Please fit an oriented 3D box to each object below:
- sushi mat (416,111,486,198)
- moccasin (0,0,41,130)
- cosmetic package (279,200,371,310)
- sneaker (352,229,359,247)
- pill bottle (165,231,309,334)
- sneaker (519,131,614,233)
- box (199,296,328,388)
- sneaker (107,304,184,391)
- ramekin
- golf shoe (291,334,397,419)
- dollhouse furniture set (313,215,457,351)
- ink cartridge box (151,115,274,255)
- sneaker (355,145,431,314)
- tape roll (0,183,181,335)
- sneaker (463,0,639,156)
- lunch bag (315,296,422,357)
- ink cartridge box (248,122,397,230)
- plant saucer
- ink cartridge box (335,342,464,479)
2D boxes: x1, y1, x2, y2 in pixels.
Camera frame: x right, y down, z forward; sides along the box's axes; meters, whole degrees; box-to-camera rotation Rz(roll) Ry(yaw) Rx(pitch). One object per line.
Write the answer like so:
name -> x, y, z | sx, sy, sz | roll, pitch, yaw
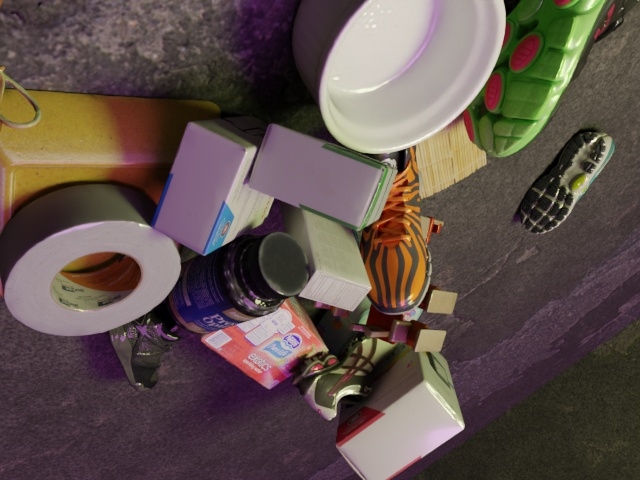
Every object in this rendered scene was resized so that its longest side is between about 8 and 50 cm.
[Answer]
sushi mat -> 0.222, -0.205, 1.088 | 0.152, 0.019, 0.316 | -29, 143, -3
moccasin -> -0.383, -0.140, 0.610 | 0.147, 0.139, 0.379 | -2, 124, -59
cosmetic package -> 0.000, 0.000, 0.971 | 0.099, 0.239, 0.060 | 21, 123, -27
sneaker -> 0.027, 0.030, 1.083 | 0.081, 0.211, 0.080 | -22, 118, 12
pill bottle -> -0.124, 0.061, 0.902 | 0.123, 0.122, 0.219 | 10, 157, -43
sneaker -> 0.570, -0.123, 1.391 | 0.110, 0.107, 0.275 | -5, 137, -47
box -> -0.119, 0.147, 1.155 | 0.154, 0.142, 0.300 | -33, 145, 1
sneaker -> -0.305, 0.198, 1.124 | 0.131, 0.087, 0.227 | -14, 136, -13
ramekin -> 0.096, -0.267, 0.828 | 0.278, 0.135, 0.277 | -20, 142, -16
golf shoe -> 0.071, 0.272, 1.253 | 0.273, 0.120, 0.105 | -19, 154, -36
dollhouse furniture set -> 0.148, 0.070, 1.192 | 0.135, 0.262, 0.258 | 12, 95, -47
ink cartridge box -> -0.122, -0.083, 0.820 | 0.148, 0.086, 0.203 | -66, 172, 18
sneaker -> 0.102, -0.054, 0.964 | 0.125, 0.320, 0.180 | -8, 146, 12
tape roll -> -0.301, 0.031, 0.804 | 0.219, 0.072, 0.219 | -19, 143, -16
sneaker -> 0.382, -0.329, 0.914 | 0.202, 0.185, 0.482 | -2, 131, -36
lunch bag -> 0.099, 0.217, 1.433 | 0.224, 0.107, 0.279 | -1, 135, -40
ink cartridge box -> 0.014, -0.085, 0.815 | 0.208, 0.153, 0.086 | -24, 135, -77
plant saucer -> -0.314, -0.039, 0.842 | 0.333, 0.081, 0.332 | -5, 136, -33
ink cartridge box -> 0.159, 0.337, 1.280 | 0.226, 0.131, 0.306 | -40, -173, 11
